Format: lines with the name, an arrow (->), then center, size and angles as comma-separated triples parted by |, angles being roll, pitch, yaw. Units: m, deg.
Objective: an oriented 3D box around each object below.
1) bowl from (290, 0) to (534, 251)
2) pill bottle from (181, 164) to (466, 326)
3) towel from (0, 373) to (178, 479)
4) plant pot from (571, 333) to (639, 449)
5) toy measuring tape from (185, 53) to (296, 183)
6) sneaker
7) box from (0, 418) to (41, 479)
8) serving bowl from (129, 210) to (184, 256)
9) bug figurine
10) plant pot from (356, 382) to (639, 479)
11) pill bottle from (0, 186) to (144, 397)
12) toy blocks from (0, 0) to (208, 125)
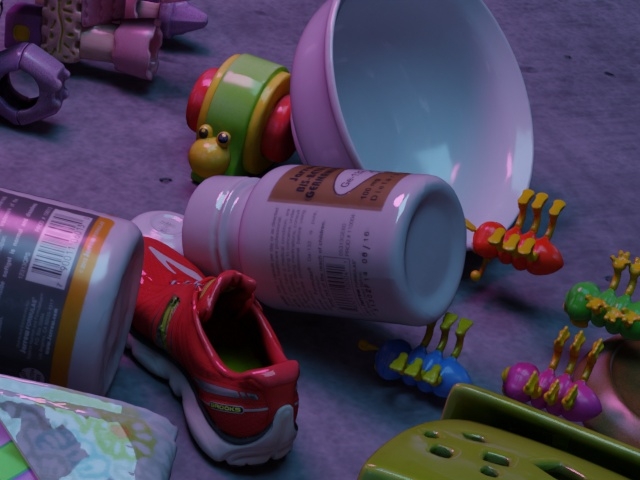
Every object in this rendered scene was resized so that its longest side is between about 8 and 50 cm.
bowl -> 0.066, -0.121, 1.927 | 0.134, 0.298, 0.298 | -18, 8, 42
pill bottle -> 0.000, 0.000, 1.734 | 0.229, 0.131, 0.131 | 5, 25, 31
towel -> -0.284, 0.230, 1.290 | 0.320, 0.090, 0.374 | 14, 48, 2
plant pot -> 0.342, 0.144, 1.767 | 0.236, 0.032, 0.236 | 10, 32, -6
toy measuring tape -> -0.048, -0.154, 2.019 | 0.121, 0.121, 0.330 | 22, 33, 14
sneaker -> -0.089, 0.066, 1.656 | 0.107, 0.118, 0.279 | -9, 38, -32
box -> -0.275, 0.197, 1.187 | 0.213, 0.117, 0.243 | -22, 57, -29
serving bowl -> -0.143, -0.004, 1.832 | 0.083, 0.027, 0.083 | 9, 33, -6
bug figurine -> 0.177, 0.074, 1.761 | 0.216, 0.072, 0.279 | 21, 44, 23
plant pot -> 0.137, 0.242, 1.375 | 0.228, 0.227, 0.207 | 20, 26, 13
pill bottle -> -0.294, 0.030, 1.603 | 0.278, 0.162, 0.162 | 14, 32, 3
toy blocks -> -0.193, -0.287, 2.009 | 0.260, 0.288, 0.309 | 10, 29, 6
